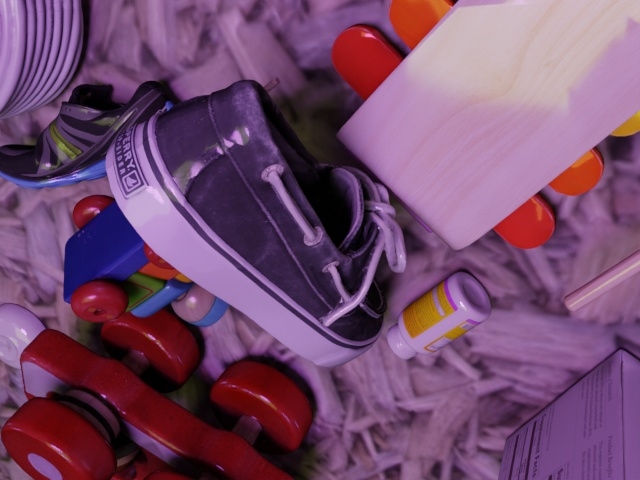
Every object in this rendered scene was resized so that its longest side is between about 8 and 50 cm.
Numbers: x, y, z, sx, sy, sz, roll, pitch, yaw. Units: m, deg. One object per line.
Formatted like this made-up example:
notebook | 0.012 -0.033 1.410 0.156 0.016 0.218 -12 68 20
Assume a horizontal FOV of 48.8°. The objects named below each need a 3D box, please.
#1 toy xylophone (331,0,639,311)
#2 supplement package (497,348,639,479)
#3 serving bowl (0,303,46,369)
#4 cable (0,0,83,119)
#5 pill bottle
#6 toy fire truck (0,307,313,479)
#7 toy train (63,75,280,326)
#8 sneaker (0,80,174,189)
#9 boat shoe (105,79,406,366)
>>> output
toy xylophone | 0.155 -0.095 0.429 0.323 0.081 0.236 -34 100 33
supplement package | 0.230 0.244 0.468 0.204 0.262 0.145 37 125 1
serving bowl | -0.341 0.112 0.784 0.083 0.027 0.083 10 120 19
cable | -0.315 -0.213 0.562 0.257 0.089 0.257 21 122 12
pill bottle | 0.092 0.063 0.563 0.043 0.043 0.083 46 124 -5
toy fire truck | -0.161 0.219 0.690 0.302 0.169 0.253 28 135 9
toy train | -0.075 -0.014 0.551 0.248 0.105 0.143 -33 141 26
sneaker | -0.199 -0.090 0.599 0.188 0.067 0.078 -11 103 23
boat shoe | -0.001 -0.004 0.463 0.105 0.113 0.306 -27 145 13
